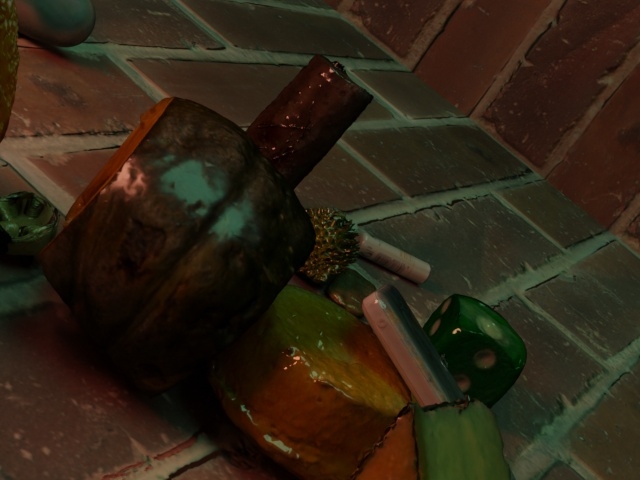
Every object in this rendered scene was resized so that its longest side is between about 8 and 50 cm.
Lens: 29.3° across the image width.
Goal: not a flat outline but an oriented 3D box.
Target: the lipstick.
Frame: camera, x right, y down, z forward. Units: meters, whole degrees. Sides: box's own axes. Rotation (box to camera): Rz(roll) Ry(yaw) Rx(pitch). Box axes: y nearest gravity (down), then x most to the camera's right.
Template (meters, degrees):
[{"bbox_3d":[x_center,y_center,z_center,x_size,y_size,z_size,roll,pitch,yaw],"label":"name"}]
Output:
[{"bbox_3d":[0.118,0.029,2.038,0.141,0.040,0.040,25,22,-25],"label":"lipstick"}]

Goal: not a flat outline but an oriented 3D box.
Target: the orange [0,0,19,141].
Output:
[{"bbox_3d":[-0.454,-0.180,1.180,0.293,0.340,0.340,5,22,1],"label":"orange"}]

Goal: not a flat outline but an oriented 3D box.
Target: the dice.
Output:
[{"bbox_3d":[0.214,0.164,1.778,0.131,0.120,0.128,34,18,-12],"label":"dice"}]

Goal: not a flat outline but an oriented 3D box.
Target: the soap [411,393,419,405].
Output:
[{"bbox_3d":[0.128,0.240,1.531,0.140,0.073,0.232,31,20,-20],"label":"soap"}]

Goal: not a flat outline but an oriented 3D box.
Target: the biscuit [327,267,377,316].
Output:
[{"bbox_3d":[0.050,0.078,1.850,0.071,0.018,0.147,38,21,2],"label":"biscuit"}]

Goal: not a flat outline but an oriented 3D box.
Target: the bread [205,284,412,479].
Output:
[{"bbox_3d":[-0.013,0.163,1.369,0.268,0.145,0.268,33,17,-12],"label":"bread"}]

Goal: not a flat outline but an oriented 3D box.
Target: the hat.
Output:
[{"bbox_3d":[-0.335,-0.012,1.375,0.076,0.059,0.077,-32,54,-32],"label":"hat"}]

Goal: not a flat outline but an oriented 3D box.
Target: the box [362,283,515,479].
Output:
[{"bbox_3d":[0.136,0.179,1.388,0.285,0.044,0.142,58,12,3],"label":"box"}]

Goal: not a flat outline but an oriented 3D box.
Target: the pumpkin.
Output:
[{"bbox_3d":[-0.152,-0.003,1.329,0.225,0.256,0.303,44,11,-16],"label":"pumpkin"}]

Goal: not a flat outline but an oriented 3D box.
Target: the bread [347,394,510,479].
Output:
[{"bbox_3d":[0.146,0.321,1.121,0.315,0.279,0.248,32,9,25],"label":"bread"}]

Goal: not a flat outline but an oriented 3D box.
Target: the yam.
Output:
[{"bbox_3d":[-0.050,-0.149,1.848,0.131,0.279,0.131,40,12,-11],"label":"yam"}]

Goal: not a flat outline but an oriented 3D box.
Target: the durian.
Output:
[{"bbox_3d":[0.002,-0.010,1.867,0.137,0.095,0.221,38,14,5],"label":"durian"}]

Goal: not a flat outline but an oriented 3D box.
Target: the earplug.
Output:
[{"bbox_3d":[-0.493,-0.423,1.917,0.324,0.185,0.185,40,19,-10],"label":"earplug"}]
